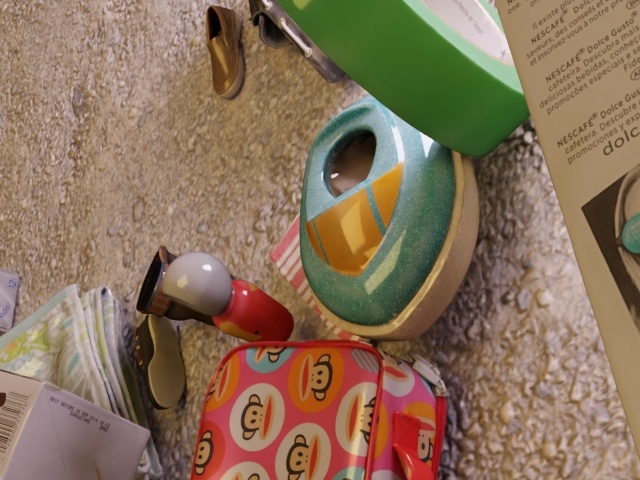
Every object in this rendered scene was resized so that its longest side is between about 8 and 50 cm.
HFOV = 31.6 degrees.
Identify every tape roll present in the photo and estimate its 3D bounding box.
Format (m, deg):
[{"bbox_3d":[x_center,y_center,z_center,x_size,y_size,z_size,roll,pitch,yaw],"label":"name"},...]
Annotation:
[{"bbox_3d":[0.065,-0.215,1.009,0.077,0.321,0.321,-44,44,22],"label":"tape roll"}]

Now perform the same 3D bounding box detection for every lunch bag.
[{"bbox_3d":[0.000,0.231,0.984,0.258,0.120,0.293,-7,66,44],"label":"lunch bag"}]

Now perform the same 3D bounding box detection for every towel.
[{"bbox_3d":[0.034,0.011,1.162,0.144,0.029,0.197,-54,42,10],"label":"towel"},{"bbox_3d":[-0.372,0.260,1.376,0.374,0.090,0.321,-37,46,13],"label":"towel"}]

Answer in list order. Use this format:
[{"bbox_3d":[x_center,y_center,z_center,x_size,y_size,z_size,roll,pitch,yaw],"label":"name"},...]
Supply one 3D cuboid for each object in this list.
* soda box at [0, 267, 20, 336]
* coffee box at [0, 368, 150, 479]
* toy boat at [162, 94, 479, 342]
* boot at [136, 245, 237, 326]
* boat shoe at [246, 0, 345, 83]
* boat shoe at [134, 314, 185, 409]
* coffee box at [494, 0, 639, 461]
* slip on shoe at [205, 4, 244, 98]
[{"bbox_3d":[-0.576,0.116,1.718,0.286,0.091,0.098,-19,58,41],"label":"soda box"},{"bbox_3d":[-0.357,0.208,1.227,0.297,0.168,0.119,6,68,39],"label":"coffee box"},{"bbox_3d":[0.000,0.000,1.058,0.318,0.148,0.268,-35,42,28],"label":"toy boat"},{"bbox_3d":[-0.151,0.064,1.310,0.219,0.106,0.082,-144,75,-78],"label":"boot"},{"bbox_3d":[-0.041,-0.278,1.333,0.102,0.108,0.301,-53,49,12],"label":"boat shoe"},{"bbox_3d":[-0.190,0.144,1.321,0.042,0.049,0.133,-43,42,32],"label":"boat shoe"},{"bbox_3d":[0.352,-0.050,0.603,0.338,0.337,0.334,-35,48,32],"label":"coffee box"},{"bbox_3d":[-0.127,-0.244,1.449,0.051,0.041,0.135,-23,56,39],"label":"slip on shoe"}]
